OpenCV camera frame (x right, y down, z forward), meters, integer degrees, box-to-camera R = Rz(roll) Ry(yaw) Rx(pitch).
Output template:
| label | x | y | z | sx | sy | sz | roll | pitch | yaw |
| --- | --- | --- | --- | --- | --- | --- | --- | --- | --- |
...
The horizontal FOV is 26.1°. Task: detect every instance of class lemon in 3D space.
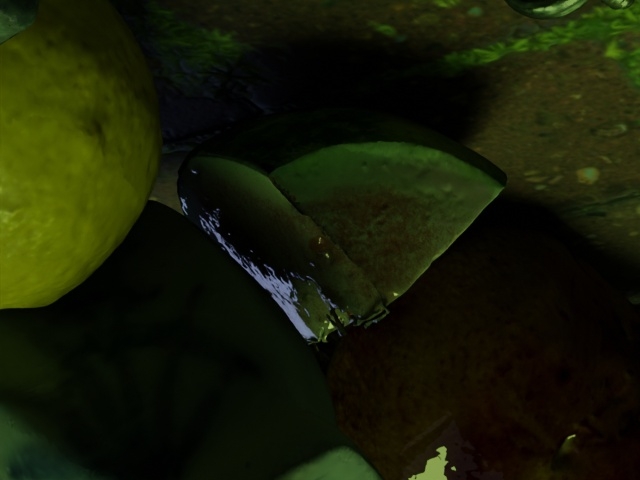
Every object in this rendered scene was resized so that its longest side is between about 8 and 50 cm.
| label | x | y | z | sx | sy | sz | roll | pitch | yaw |
| --- | --- | --- | --- | --- | --- | --- | --- | --- | --- |
| lemon | -0.215 | -0.074 | 0.834 | 0.233 | 0.233 | 0.288 | -6 | 156 | 19 |

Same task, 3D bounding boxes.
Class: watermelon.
| label | x | y | z | sx | sy | sz | roll | pitch | yaw |
| --- | --- | --- | --- | --- | --- | --- | --- | --- | --- |
| watermelon | 0.000 | 0.000 | 1.020 | 0.224 | 0.180 | 0.305 | 9 | 163 | -13 |

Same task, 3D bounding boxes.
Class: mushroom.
| label | x | y | z | sx | sy | sz | roll | pitch | yaw |
| --- | --- | --- | --- | --- | --- | --- | --- | --- | --- |
| mushroom | 0.149 | 0.148 | 1.218 | 0.345 | 0.345 | 0.259 | 14 | -169 | -22 |

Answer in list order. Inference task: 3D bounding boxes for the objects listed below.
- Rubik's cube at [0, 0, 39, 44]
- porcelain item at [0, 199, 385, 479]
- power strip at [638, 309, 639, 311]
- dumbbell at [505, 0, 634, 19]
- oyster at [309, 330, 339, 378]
| label | x | y | z | sx | sy | sz | roll | pitch | yaw |
| --- | --- | --- | --- | --- | --- | --- | --- | --- | --- |
| Rubik's cube | -0.254 | -0.191 | 0.563 | 0.237 | 0.238 | 0.237 | -21 | 147 | 40 |
| porcelain item | -0.134 | 0.104 | 0.940 | 0.242 | 0.405 | 0.178 | -30 | 132 | -20 |
| power strip | 0.285 | 0.112 | 1.388 | 0.367 | 0.043 | 0.106 | -11 | 152 | 29 |
| dumbbell | 0.092 | -0.173 | 0.734 | 0.254 | 0.110 | 0.110 | 18 | 152 | -42 |
| oyster | -0.051 | 0.118 | 1.406 | 0.204 | 0.111 | 0.396 | 15 | 159 | 17 |
